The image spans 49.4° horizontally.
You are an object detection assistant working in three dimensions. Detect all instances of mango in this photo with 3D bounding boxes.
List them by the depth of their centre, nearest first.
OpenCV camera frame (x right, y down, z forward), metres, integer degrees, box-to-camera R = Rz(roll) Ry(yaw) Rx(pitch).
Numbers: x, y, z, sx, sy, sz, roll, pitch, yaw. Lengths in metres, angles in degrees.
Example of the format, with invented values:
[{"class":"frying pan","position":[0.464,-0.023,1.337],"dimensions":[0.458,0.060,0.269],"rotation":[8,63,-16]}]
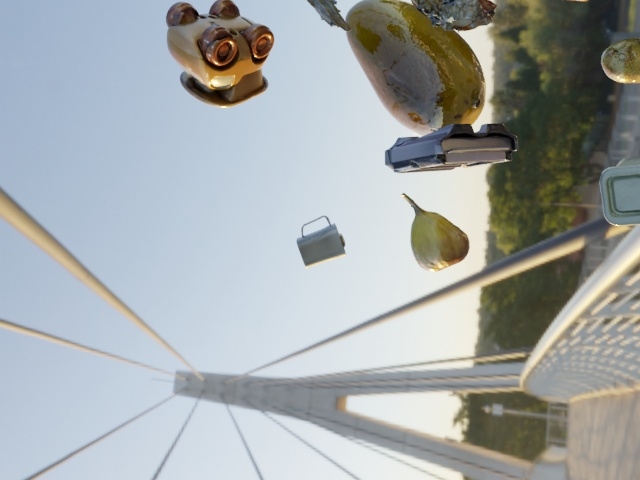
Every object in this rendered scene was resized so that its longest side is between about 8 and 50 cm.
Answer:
[{"class":"mango","position":[0.241,-0.463,1.836],"dimensions":[0.220,0.445,0.301],"rotation":[-41,-8,-30]}]

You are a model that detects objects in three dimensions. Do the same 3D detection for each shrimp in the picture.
[{"class":"shrimp","position":[0.011,-0.558,1.519],"dimensions":[0.223,0.126,0.047],"rotation":[55,-137,1]}]

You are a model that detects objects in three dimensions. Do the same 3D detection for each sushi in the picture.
[{"class":"sushi","position":[0.273,-0.523,1.547],"dimensions":[0.103,0.226,0.097],"rotation":[-34,-33,-60]}]

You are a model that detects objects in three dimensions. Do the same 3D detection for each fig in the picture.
[{"class":"fig","position":[0.296,-0.031,1.923],"dimensions":[0.257,0.159,0.159],"rotation":[51,-149,-17]}]

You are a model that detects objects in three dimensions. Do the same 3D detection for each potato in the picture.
[{"class":"potato","position":[0.709,-0.403,1.551],"dimensions":[0.080,0.170,0.107],"rotation":[122,145,-71]}]

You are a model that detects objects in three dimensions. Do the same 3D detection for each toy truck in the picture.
[{"class":"toy truck","position":[-0.249,-0.476,1.757],"dimensions":[0.288,0.204,0.212],"rotation":[-25,-35,-40]}]

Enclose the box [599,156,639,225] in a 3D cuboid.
[{"class":"box","position":[0.968,-0.160,1.952],"dimensions":[0.182,0.311,0.175],"rotation":[-38,-62,-50]}]

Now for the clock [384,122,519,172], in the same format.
[{"class":"clock","position":[0.289,-0.202,1.535],"dimensions":[0.253,0.186,0.084],"rotation":[-7,-88,-36]}]

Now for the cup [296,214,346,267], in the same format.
[{"class":"cup","position":[0.000,0.000,1.968],"dimensions":[0.095,0.129,0.128],"rotation":[-98,-12,-82]}]
